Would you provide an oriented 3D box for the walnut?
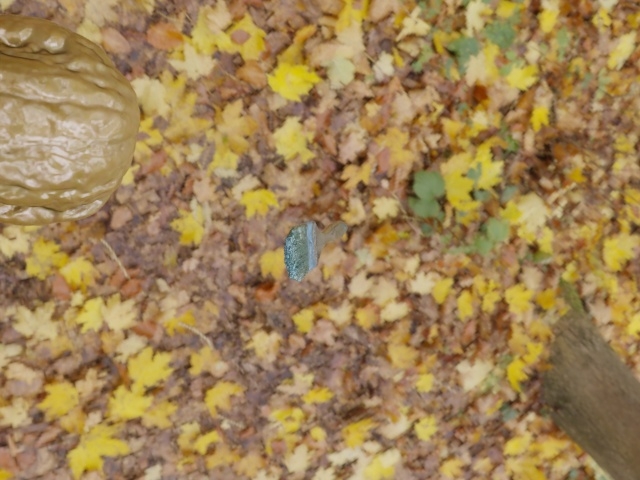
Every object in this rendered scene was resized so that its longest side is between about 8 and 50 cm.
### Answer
[{"bbox_3d":[-0.344,-0.136,0.943,0.257,0.224,0.257,-7,110,-19],"label":"walnut"}]

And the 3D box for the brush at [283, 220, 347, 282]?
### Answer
[{"bbox_3d":[0.000,0.000,1.067,0.196,0.021,0.070,-29,117,-63],"label":"brush"}]
